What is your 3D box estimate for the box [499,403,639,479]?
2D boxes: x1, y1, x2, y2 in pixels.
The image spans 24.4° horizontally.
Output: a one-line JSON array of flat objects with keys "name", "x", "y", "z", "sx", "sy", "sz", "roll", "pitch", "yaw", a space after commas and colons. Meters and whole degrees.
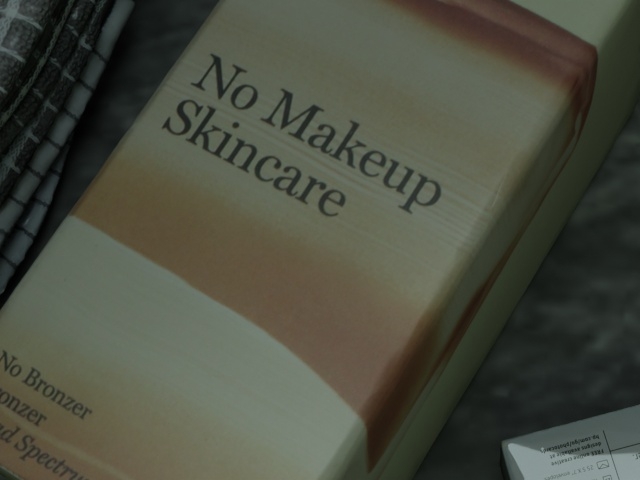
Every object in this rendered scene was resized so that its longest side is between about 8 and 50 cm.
[{"name": "box", "x": 0.164, "y": 0.151, "z": 0.576, "sx": 0.145, "sy": 0.038, "sz": 0.186, "roll": -15, "pitch": 69, "yaw": 1}]

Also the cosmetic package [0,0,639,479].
[{"name": "cosmetic package", "x": 0.000, "y": 0.000, "z": 0.606, "sx": 0.153, "sy": 0.129, "sz": 0.296, "roll": 27, "pitch": 74, "yaw": 17}]

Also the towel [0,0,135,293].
[{"name": "towel", "x": -0.231, "y": -0.080, "z": 0.672, "sx": 0.235, "sy": 0.121, "sz": 0.284, "roll": 18, "pitch": 72, "yaw": 13}]
